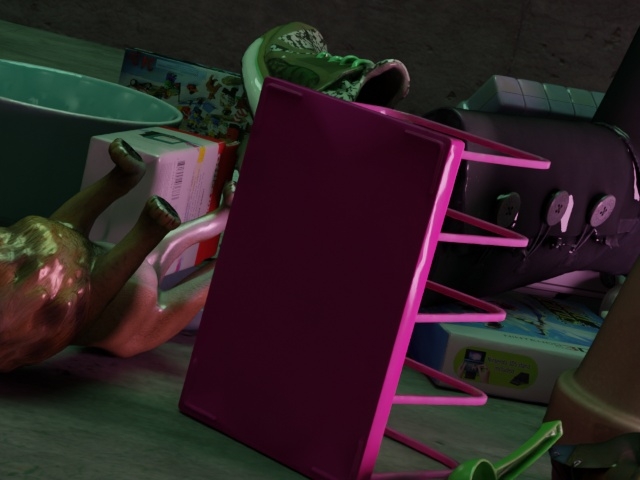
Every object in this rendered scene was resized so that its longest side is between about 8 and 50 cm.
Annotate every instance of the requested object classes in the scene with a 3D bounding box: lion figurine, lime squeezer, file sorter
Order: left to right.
[{"bbox_3d":[-0.188,0.042,1.652,0.142,0.240,0.392,53,14,29],"label":"lion figurine"},{"bbox_3d":[0.046,0.037,1.588,0.202,0.290,0.182,22,11,39],"label":"file sorter"},{"bbox_3d":[0.151,0.206,1.436,0.110,0.059,0.310,5,12,-4],"label":"lime squeezer"}]

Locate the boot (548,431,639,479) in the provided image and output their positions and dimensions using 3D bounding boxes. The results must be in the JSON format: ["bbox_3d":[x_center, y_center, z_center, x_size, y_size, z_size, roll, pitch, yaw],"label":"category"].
[{"bbox_3d":[0.228,0.211,1.550,0.106,0.082,0.219,-7,9,20],"label":"boot"}]

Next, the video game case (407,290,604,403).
[{"bbox_3d":[0.207,0.106,2.022,0.244,0.061,0.269,11,11,-15],"label":"video game case"}]

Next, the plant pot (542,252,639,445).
[{"bbox_3d":[0.356,0.104,1.773,0.263,0.229,0.263,12,12,-2],"label":"plant pot"}]

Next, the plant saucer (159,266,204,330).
[{"bbox_3d":[-0.160,0.056,1.900,0.195,0.037,0.195,12,11,-2],"label":"plant saucer"}]

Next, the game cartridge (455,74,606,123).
[{"bbox_3d":[0.202,-0.073,2.351,0.230,0.355,0.068,2,59,-34],"label":"game cartridge"}]

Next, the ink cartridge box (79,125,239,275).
[{"bbox_3d":[-0.164,-0.040,1.929,0.078,0.134,0.231,16,11,15],"label":"ink cartridge box"}]

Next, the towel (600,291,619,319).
[{"bbox_3d":[0.434,0.141,1.991,0.282,0.049,0.187,31,8,28],"label":"towel"}]

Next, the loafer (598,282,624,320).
[{"bbox_3d":[0.467,0.108,2.189,0.319,0.112,0.111,9,3,-25],"label":"loafer"}]

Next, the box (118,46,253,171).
[{"bbox_3d":[-0.177,-0.167,2.688,0.233,0.159,0.044,15,9,9],"label":"box"}]

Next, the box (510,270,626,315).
[{"bbox_3d":[0.278,0.002,2.272,0.290,0.169,0.087,11,-24,-36],"label":"box"}]

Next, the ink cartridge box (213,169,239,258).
[{"bbox_3d":[-0.137,-0.018,2.325,0.181,0.056,0.224,6,32,-35],"label":"ink cartridge box"}]

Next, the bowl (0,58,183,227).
[{"bbox_3d":[-0.323,-0.097,2.153,0.312,0.163,0.311,13,10,-2],"label":"bowl"}]

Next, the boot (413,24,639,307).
[{"bbox_3d":[0.257,-0.118,2.039,0.445,0.367,0.146,-1,19,-42],"label":"boot"}]

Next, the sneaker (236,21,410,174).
[{"bbox_3d":[0.024,-0.141,2.086,0.158,0.182,0.410,53,17,-27],"label":"sneaker"}]
